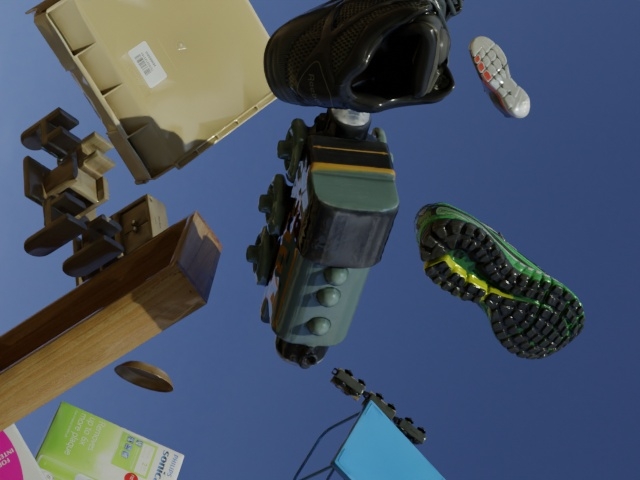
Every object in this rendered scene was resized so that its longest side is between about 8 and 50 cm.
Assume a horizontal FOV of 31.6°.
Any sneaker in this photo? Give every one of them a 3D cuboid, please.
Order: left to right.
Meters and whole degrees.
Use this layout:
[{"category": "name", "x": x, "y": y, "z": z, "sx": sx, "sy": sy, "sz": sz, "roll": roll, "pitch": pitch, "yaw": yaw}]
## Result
[{"category": "sneaker", "x": 0.077, "y": -0.167, "z": 0.846, "sx": 0.227, "sy": 0.087, "sz": 0.130, "roll": -39, "pitch": -139, "yaw": -27}, {"category": "sneaker", "x": 0.291, "y": -0.270, "z": 1.920, "sx": 0.061, "sy": 0.158, "sz": 0.065, "roll": -34, "pitch": -173, "yaw": -22}, {"category": "sneaker", "x": 0.279, "y": 0.053, "z": 1.736, "sx": 0.134, "sy": 0.343, "sz": 0.146, "roll": -41, "pitch": -154, "yaw": 16}]

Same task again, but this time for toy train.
[{"category": "toy train", "x": 0.000, "y": 0.000, "z": 1.334, "sx": 0.190, "sy": 0.142, "sz": 0.334, "roll": -98, "pitch": -160, "yaw": -45}, {"category": "toy train", "x": 0.077, "y": 0.225, "z": 1.533, "sx": 0.027, "sy": 0.158, "sz": 0.036, "roll": -53, "pitch": -175, "yaw": -23}]

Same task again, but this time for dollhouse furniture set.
[{"category": "dollhouse furniture set", "x": -0.365, "y": -0.031, "z": 1.684, "sx": 0.161, "sy": 0.242, "sz": 0.212, "roll": -30, "pitch": -129, "yaw": 21}]

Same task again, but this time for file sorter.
[{"category": "file sorter", "x": 0.067, "y": 0.319, "z": 1.454, "sx": 0.104, "sy": 0.170, "sz": 0.118, "roll": -35, "pitch": -168, "yaw": 41}]

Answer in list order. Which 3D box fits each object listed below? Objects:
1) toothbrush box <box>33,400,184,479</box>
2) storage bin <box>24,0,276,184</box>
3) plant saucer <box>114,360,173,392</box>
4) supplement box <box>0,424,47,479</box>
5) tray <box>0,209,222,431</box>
[{"category": "toothbrush box", "x": -0.450, "y": 0.489, "z": 2.303, "sx": 0.122, "sy": 0.283, "sz": 0.206, "roll": -52, "pitch": -166, "yaw": 42}, {"category": "storage bin", "x": -0.207, "y": -0.247, "z": 1.480, "sx": 0.260, "sy": 0.262, "sz": 0.123, "roll": -40, "pitch": -160, "yaw": -26}, {"category": "plant saucer", "x": -0.232, "y": 0.178, "z": 1.496, "sx": 0.083, "sy": 0.083, "sz": 0.015, "roll": -10, "pitch": -127, "yaw": 46}, {"category": "supplement box", "x": -0.447, "y": 0.368, "z": 1.618, "sx": 0.111, "sy": 0.220, "sz": 0.114, "roll": -31, "pitch": -179, "yaw": -23}, {"category": "tray", "x": -0.325, "y": 0.125, "z": 1.528, "sx": 0.411, "sy": 0.076, "sz": 0.203, "roll": -31, "pitch": -163, "yaw": 12}]
